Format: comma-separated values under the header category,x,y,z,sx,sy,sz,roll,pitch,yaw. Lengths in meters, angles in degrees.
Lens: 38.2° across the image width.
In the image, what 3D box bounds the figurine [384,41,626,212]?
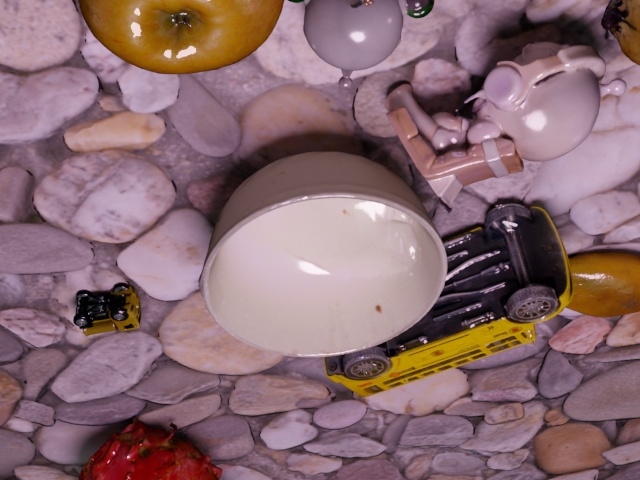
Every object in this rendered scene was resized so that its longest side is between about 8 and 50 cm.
category,x,y,z,sx,sy,sz,roll,pitch,yaw
figurine,0.196,-0.138,0.973,0.236,0.141,0.162,-26,162,16

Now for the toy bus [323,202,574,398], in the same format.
category,x,y,z,sx,sy,sz,roll,pitch,yaw
toy bus,0.165,0.087,1.182,0.330,0.144,0.152,-22,142,19

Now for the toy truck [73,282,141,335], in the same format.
category,x,y,z,sx,sy,sz,roll,pitch,yaw
toy truck,-0.273,0.093,1.199,0.083,0.049,0.054,-10,138,5

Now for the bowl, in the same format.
category,x,y,z,sx,sy,sz,roll,pitch,yaw
bowl,0.000,0.000,1.068,0.277,0.145,0.277,-3,137,-2

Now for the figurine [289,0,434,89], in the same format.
category,x,y,z,sx,sy,sz,roll,pitch,yaw
figurine,0.035,-0.235,0.859,0.147,0.093,0.197,7,139,-3

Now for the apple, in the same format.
category,x,y,z,sx,sy,sz,roll,pitch,yaw
apple,-0.121,-0.225,0.805,0.182,0.155,0.182,-2,131,-2

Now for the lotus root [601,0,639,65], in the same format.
category,x,y,z,sx,sy,sz,roll,pitch,yaw
lotus root,0.377,-0.222,0.872,0.214,0.138,0.138,1,141,25

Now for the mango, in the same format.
category,x,y,z,sx,sy,sz,roll,pitch,yaw
mango,0.373,0.059,1.241,0.187,0.066,0.101,3,136,2

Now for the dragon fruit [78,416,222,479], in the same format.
category,x,y,z,sx,sy,sz,roll,pitch,yaw
dragon fruit,-0.240,0.398,1.398,0.268,0.210,0.205,28,106,-20
